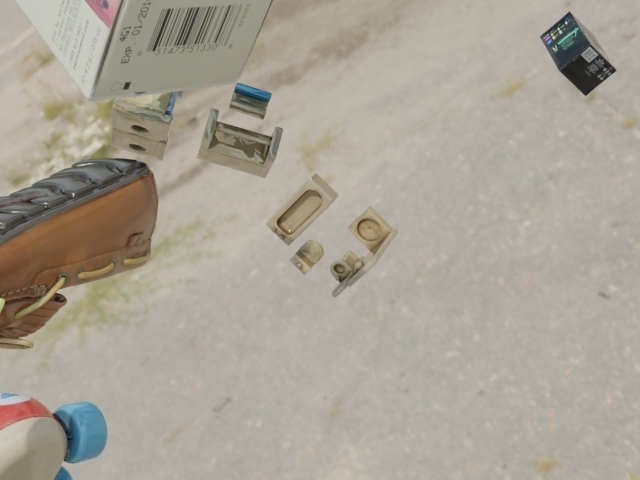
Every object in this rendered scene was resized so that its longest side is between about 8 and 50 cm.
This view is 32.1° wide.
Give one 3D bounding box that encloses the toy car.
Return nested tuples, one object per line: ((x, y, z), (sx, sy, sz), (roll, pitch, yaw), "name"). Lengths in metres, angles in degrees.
((-0.421, 0.224, 1.319), (0.238, 0.219, 0.210), (45, 120, 29), "toy car")

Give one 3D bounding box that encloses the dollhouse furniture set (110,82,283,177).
((-0.134, -0.158, 1.283), (0.129, 0.183, 0.129), (130, 155, -71), "dollhouse furniture set")

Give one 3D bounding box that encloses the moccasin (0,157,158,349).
((-0.286, 0.036, 0.997), (0.139, 0.147, 0.380), (3, 19, 25), "moccasin")

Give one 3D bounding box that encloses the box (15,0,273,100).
((-0.161, -0.237, 0.883), (0.148, 0.232, 0.127), (-15, -34, -41), "box")

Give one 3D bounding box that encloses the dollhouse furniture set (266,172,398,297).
((0.000, 0.000, 1.652), (0.144, 0.151, 0.123), (-44, 4, 31), "dollhouse furniture set")

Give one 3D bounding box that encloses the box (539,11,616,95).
((0.324, -0.236, 1.404), (0.052, 0.062, 0.083), (-40, 36, 22), "box")
